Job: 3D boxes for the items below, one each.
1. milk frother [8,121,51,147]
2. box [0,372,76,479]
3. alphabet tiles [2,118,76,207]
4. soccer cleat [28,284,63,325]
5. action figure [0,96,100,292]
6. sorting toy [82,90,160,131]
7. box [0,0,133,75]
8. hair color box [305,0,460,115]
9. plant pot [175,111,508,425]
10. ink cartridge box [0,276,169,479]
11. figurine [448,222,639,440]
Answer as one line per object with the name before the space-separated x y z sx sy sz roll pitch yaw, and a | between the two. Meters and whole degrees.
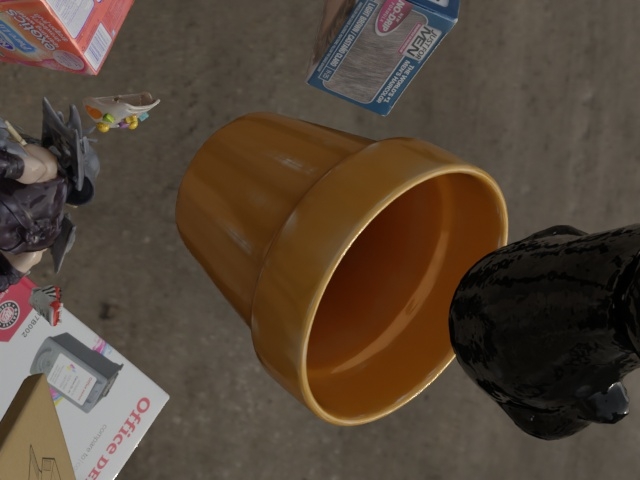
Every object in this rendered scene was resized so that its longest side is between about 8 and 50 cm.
milk frother | -0.451 -0.091 1.701 0.143 0.135 0.129 1 103 -30
box | -0.235 0.222 1.014 0.021 0.201 0.164 -11 107 3
alphabet tiles | -0.400 -0.113 1.354 0.009 0.237 0.198 -66 160 -17
soccer cleat | -0.296 0.070 1.332 0.036 0.083 0.029 3 111 -14
action figure | -0.248 -0.001 0.799 0.285 0.099 0.185 -40 152 -36
sorting toy | -0.234 -0.161 1.506 0.083 0.075 0.045 -11 92 -37
box | -0.280 -0.354 1.384 0.154 0.142 0.300 60 45 -58
hair color box | 0.088 -0.330 1.384 0.105 0.174 0.347 21 53 -13
plant pot | 0.000 0.000 0.907 0.205 0.188 0.205 -29 135 -33
ink cartridge box | -0.371 0.186 1.516 0.306 0.131 0.226 45 69 -32
figurine | 0.142 0.088 0.445 0.092 0.209 0.215 -25 88 -9
